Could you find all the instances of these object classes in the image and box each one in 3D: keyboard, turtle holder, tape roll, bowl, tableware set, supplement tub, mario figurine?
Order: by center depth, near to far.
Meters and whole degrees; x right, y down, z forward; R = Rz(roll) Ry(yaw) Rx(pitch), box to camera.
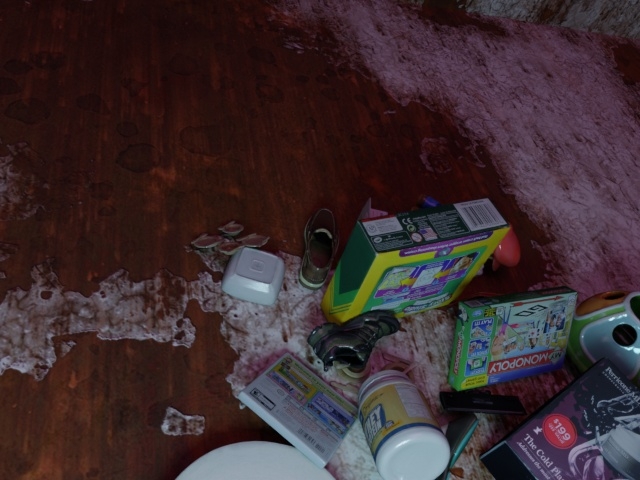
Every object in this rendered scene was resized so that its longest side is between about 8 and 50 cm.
[{"bbox_3d":[-0.110,0.546,0.993,0.392,0.072,0.392,9,50,-11],"label":"tape roll"},{"bbox_3d":[0.157,0.369,1.149,0.144,0.144,0.199,5,24,-15],"label":"supplement tub"},{"bbox_3d":[0.362,0.365,1.301,0.180,0.023,0.108,4,12,2],"label":"keyboard"},{"bbox_3d":[0.128,0.293,1.306,0.194,0.039,0.128,18,48,-3],"label":"tableware set"},{"bbox_3d":[-0.156,0.075,1.382,0.142,0.053,0.142,17,47,-3],"label":"bowl"},{"bbox_3d":[-0.219,-0.003,1.406,0.169,0.020,0.141,18,31,36],"label":"tableware set"},{"bbox_3d":[0.760,0.270,1.419,0.243,0.227,0.320,1,51,-19],"label":"turtle holder"},{"bbox_3d":[0.398,0.001,1.618,0.320,0.170,0.198,25,83,16],"label":"mario figurine"}]

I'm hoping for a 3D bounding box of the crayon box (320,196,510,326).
[{"bbox_3d":[0.211,0.062,1.344,0.363,0.313,0.106,-10,55,-26],"label":"crayon box"}]

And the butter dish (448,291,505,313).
[{"bbox_3d":[0.419,0.198,1.435,0.160,0.160,0.118,7,73,-14],"label":"butter dish"}]

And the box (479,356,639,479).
[{"bbox_3d":[0.570,0.477,1.170,0.312,0.179,0.343,-30,65,-21],"label":"box"}]

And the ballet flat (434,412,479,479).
[{"bbox_3d":[0.238,0.450,1.183,0.096,0.095,0.280,25,47,18],"label":"ballet flat"}]

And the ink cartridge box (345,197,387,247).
[{"bbox_3d":[0.118,0.000,1.440,0.067,0.198,0.115,12,49,-9],"label":"ink cartridge box"}]

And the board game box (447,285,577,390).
[{"bbox_3d":[0.458,0.228,1.368,0.317,0.213,0.046,-5,20,-23],"label":"board game box"}]

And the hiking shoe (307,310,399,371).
[{"bbox_3d":[0.087,0.233,1.287,0.227,0.086,0.114,-10,53,-23],"label":"hiking shoe"}]

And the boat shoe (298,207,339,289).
[{"bbox_3d":[0.008,0.002,1.469,0.095,0.095,0.257,13,49,-8],"label":"boat shoe"}]

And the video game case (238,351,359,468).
[{"bbox_3d":[-0.037,0.337,1.177,0.212,0.023,0.193,36,26,12],"label":"video game case"}]
